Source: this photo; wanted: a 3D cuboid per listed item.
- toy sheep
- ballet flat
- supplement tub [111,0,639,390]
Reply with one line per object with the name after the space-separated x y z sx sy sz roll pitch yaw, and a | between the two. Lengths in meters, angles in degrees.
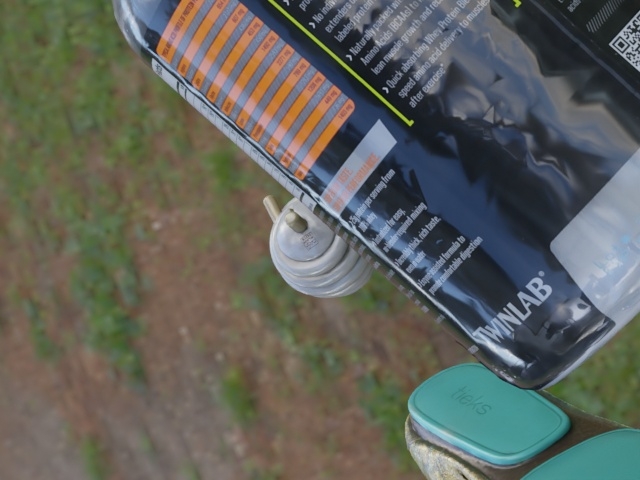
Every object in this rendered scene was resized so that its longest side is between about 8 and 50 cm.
0.000 0.000 1.478 0.091 0.132 0.091 -8 73 25 | toy sheep
0.156 0.165 1.174 0.348 0.123 0.123 -154 49 -68 | ballet flat
0.046 -0.106 0.934 0.338 0.207 0.207 42 147 3 | supplement tub
